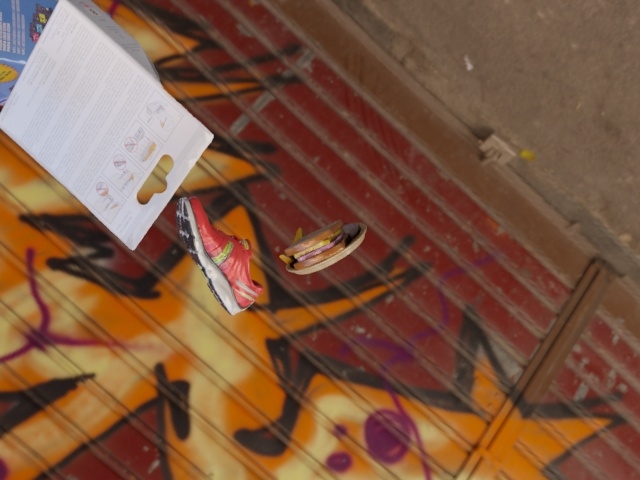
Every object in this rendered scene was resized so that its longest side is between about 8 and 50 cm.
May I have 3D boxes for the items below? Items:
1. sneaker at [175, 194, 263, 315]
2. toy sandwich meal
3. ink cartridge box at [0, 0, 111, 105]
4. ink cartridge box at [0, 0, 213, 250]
[{"bbox_3d":[-0.202,0.017,1.494,0.107,0.118,0.279,30,148,57],"label":"sneaker"},{"bbox_3d":[0.000,0.000,0.618,0.086,0.085,0.029,-3,119,59],"label":"toy sandwich meal"},{"bbox_3d":[-0.643,-0.370,1.399,0.395,0.151,0.270,4,170,-44],"label":"ink cartridge box"},{"bbox_3d":[-0.246,-0.134,0.849,0.232,0.066,0.189,40,115,0],"label":"ink cartridge box"}]
